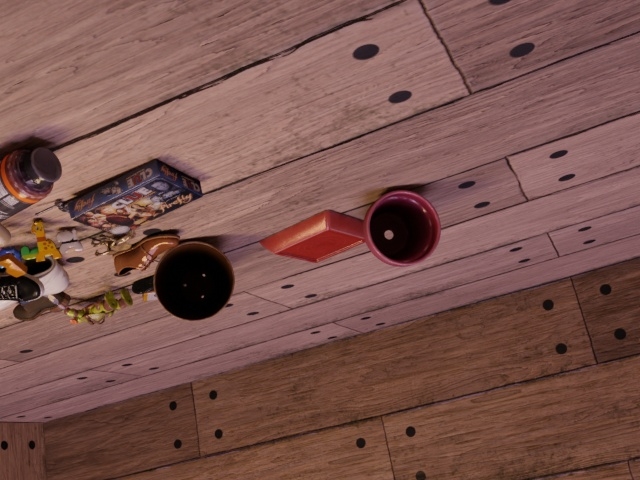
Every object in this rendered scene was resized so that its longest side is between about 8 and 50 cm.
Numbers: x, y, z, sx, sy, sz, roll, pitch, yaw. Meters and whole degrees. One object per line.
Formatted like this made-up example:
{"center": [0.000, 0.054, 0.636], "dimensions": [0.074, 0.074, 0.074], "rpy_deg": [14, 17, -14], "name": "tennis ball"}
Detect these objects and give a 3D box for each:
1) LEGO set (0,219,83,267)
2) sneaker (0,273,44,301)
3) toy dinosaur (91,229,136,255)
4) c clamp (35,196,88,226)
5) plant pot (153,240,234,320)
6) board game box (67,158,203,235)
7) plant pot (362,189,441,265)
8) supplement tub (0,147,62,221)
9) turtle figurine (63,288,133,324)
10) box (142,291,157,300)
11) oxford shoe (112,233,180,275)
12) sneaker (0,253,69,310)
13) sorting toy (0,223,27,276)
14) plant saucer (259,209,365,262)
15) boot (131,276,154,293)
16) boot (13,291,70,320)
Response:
{"center": [-0.676, 0.000, 1.760], "dimensions": [0.227, 0.093, 0.087], "rpy_deg": [-10, -167, -19], "name": "LEGO set"}
{"center": [-0.788, 0.129, 1.813], "dimensions": [0.217, 0.079, 0.121], "rpy_deg": [7, -155, 12], "name": "sneaker"}
{"center": [-0.532, 0.019, 1.922], "dimensions": [0.092, 0.053, 0.183], "rpy_deg": [2, 157, -38], "name": "toy dinosaur"}
{"center": [-0.544, -0.067, 1.726], "dimensions": [0.137, 0.022, 0.160], "rpy_deg": [-22, 158, 14], "name": "c clamp"}
{"center": [-0.351, 0.121, 2.133], "dimensions": [0.215, 0.215, 0.230], "rpy_deg": [-9, 175, -8], "name": "plant pot"}
{"center": [-0.408, -0.090, 1.672], "dimensions": [0.243, 0.042, 0.165], "rpy_deg": [-23, 158, 19], "name": "board game box"}
{"center": [0.201, -0.025, 2.039], "dimensions": [0.201, 0.201, 0.180], "rpy_deg": [-7, 176, -12], "name": "plant pot"}
{"center": [-0.586, -0.109, 1.445], "dimensions": [0.198, 0.106, 0.106], "rpy_deg": [-22, 159, 27], "name": "supplement tub"}
{"center": [-0.704, 0.216, 2.331], "dimensions": [0.217, 0.087, 0.269], "rpy_deg": [-22, 158, 28], "name": "turtle figurine"}
{"center": [-0.495, 0.162, 2.394], "dimensions": [0.136, 0.028, 0.081], "rpy_deg": [-8, 161, -18], "name": "box"}
{"center": [-0.455, 0.039, 1.993], "dimensions": [0.212, 0.076, 0.076], "rpy_deg": [-22, 157, 23], "name": "oxford shoe"}
{"center": [-0.811, 0.101, 1.936], "dimensions": [0.292, 0.108, 0.169], "rpy_deg": [-17, 161, -13], "name": "sneaker"}
{"center": [-0.782, -0.006, 1.599], "dimensions": [0.229, 0.041, 0.307], "rpy_deg": [-19, 138, 12], "name": "sorting toy"}
{"center": [0.000, 0.000, 2.187], "dimensions": [0.259, 0.048, 0.258], "rpy_deg": [-23, 158, 32], "name": "plant saucer"}
{"center": [-0.499, 0.139, 2.302], "dimensions": [0.121, 0.045, 0.099], "rpy_deg": [-20, 162, 20], "name": "boot"}
{"center": [-0.836, 0.168, 2.182], "dimensions": [0.219, 0.082, 0.106], "rpy_deg": [-16, 139, 26], "name": "boot"}
